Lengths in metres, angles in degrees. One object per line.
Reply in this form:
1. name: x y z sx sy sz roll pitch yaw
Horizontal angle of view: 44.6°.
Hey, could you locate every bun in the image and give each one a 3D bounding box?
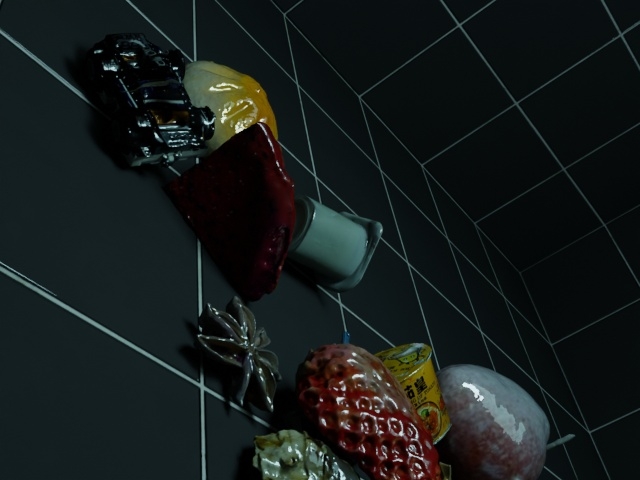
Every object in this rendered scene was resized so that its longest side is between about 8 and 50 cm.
1. bun: -0.199 -0.295 1.788 0.299 0.165 0.299 48 21 -26

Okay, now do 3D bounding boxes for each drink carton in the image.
1. drink carton: 0.000 0.000 1.774 0.190 0.191 0.185 28 -3 -41

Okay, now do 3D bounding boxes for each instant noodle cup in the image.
1. instant noodle cup: 0.163 0.337 1.630 0.172 0.216 0.216 65 19 -9

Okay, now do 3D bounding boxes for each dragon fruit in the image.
1. dragon fruit: -0.170 -0.041 1.541 0.302 0.240 0.330 163 -83 -83

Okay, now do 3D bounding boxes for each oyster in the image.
1. oyster: 0.010 0.440 1.229 0.337 0.133 0.198 57 27 14

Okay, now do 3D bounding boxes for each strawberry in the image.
1. strawberry: 0.103 0.315 1.373 0.336 0.149 0.265 44 -1 33

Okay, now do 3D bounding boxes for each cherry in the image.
1. cherry: 0.369 0.431 1.816 0.335 0.291 0.326 54 25 0

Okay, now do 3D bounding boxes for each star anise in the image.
1. star anise: -0.135 0.190 1.346 0.212 0.073 0.197 57 24 -8

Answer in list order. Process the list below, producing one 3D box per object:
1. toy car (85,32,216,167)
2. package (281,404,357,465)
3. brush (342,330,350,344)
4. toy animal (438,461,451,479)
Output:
1. toy car: -0.328 -0.272 1.485 0.193 0.118 0.301 -13 61 -33
2. package: 0.011 0.366 1.475 0.154 0.030 0.239 59 21 11
3. brush: 0.056 0.256 1.766 0.051 0.014 0.164 51 20 -19
4. toy animal: 0.213 0.540 1.617 0.179 0.089 0.188 -14 72 -52
